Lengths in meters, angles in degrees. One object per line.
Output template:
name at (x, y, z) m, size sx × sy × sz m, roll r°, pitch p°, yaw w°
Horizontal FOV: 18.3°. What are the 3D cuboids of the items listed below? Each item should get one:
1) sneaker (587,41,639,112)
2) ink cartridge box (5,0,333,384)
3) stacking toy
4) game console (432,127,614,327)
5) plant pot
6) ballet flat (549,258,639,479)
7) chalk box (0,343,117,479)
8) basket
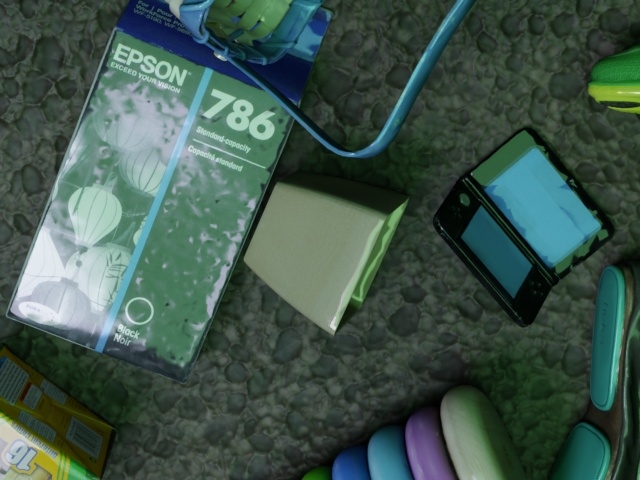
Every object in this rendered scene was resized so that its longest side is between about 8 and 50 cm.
sneaker at (0.343, -0.189, 1.569) m, size 0.296 × 0.109 × 0.123 m, roll -26°, pitch 80°, yaw 10°
ink cartridge box at (-0.124, -0.061, 1.621) m, size 0.165 × 0.065 × 0.332 m, roll 21°, pitch 103°, yaw -4°
stacking toy at (0.007, 0.244, 1.667) m, size 0.330 × 0.141 × 0.141 m, roll -24°, pitch 103°, yaw 11°
game console at (0.167, -0.010, 1.625) m, size 0.071 × 0.107 × 0.122 m, roll -33°, pitch 103°, yaw 38°
plant pot at (0.000, 0.000, 1.617) m, size 0.096 × 0.109 × 0.109 m, roll 25°, pitch 104°, yaw 7°
ballet flat at (0.259, 0.154, 1.657) m, size 0.096 × 0.095 × 0.280 m, roll 10°, pitch 105°, yaw -14°
chalk box at (-0.291, 0.219, 1.662) m, size 0.132 × 0.132 × 0.213 m, roll 38°, pitch 101°, yaw -9°
basket at (-0.005, -0.237, 1.483) m, size 0.289 × 0.201 × 0.254 m, roll 39°, pitch 103°, yaw 22°
